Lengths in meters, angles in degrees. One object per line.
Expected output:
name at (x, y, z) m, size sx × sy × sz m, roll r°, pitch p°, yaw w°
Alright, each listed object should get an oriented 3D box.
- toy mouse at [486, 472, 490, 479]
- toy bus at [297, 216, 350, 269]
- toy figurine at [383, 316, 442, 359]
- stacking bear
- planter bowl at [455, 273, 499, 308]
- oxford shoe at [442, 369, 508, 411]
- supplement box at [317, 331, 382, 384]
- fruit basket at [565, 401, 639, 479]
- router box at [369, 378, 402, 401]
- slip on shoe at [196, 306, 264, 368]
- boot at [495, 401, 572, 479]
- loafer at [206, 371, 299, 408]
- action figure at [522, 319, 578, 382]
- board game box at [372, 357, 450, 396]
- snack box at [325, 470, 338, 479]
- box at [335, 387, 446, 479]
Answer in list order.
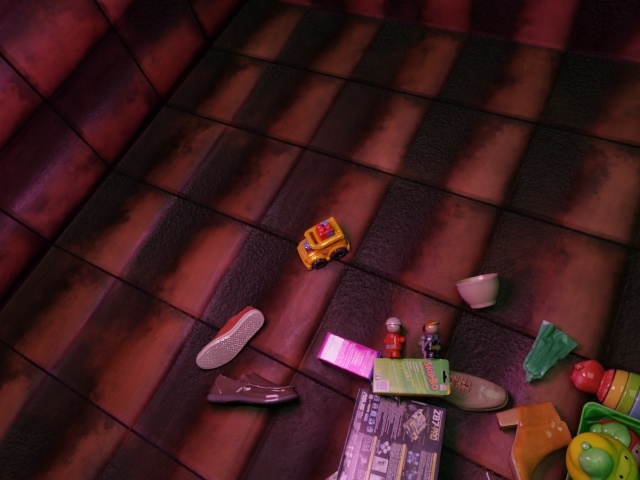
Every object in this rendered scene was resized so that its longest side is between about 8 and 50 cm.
toy mouse at (0.555, 0.835, 1.502) m, size 0.160 × 0.031 × 0.143 m, roll 0°, pitch 62°, yaw 12°
toy bus at (0.000, 0.000, 1.970) m, size 0.220 × 0.211 × 0.149 m, roll -27°, pitch 62°, yaw -1°
toy figurine at (0.340, 0.361, 1.699) m, size 0.209 × 0.213 × 0.148 m, roll -2°, pitch 73°, yaw 12°
stacking bear at (0.993, 0.495, 1.527) m, size 0.289 × 0.175 × 0.164 m, roll 22°, pitch 61°, yaw 32°
planter bowl at (0.614, 0.199, 1.773) m, size 0.162 × 0.162 × 0.109 m, roll -14°, pitch 87°, yaw 5°
oxford shoe at (0.484, 0.522, 1.628) m, size 0.348 × 0.130 × 0.123 m, roll 6°, pitch 64°, yaw 15°
supplement box at (0.114, 0.451, 1.759) m, size 0.220 × 0.111 × 0.114 m, roll 19°, pitch 67°, yaw 21°
fruit basket at (0.846, 0.673, 1.337) m, size 0.282 × 0.392 × 0.392 m, roll 19°, pitch 68°, yaw 21°
router box at (0.253, 0.526, 1.669) m, size 0.122 × 0.092 × 0.038 m, roll 14°, pitch 109°, yaw 32°
slip on shoe at (-0.376, 0.402, 1.906) m, size 0.331 × 0.123 × 0.101 m, roll -44°, pitch 30°, yaw -7°
boot at (0.720, 0.686, 1.506) m, size 0.211 × 0.104 × 0.295 m, roll -11°, pitch 56°, yaw 7°
loafer at (-0.261, 0.566, 1.765) m, size 0.365 × 0.134 × 0.130 m, roll -2°, pitch 62°, yaw 11°
action figure at (0.800, 0.418, 1.655) m, size 0.137 × 0.063 × 0.232 m, roll 36°, pitch 71°, yaw 24°
board game box at (0.315, 0.476, 1.603) m, size 0.259 × 0.039 × 0.124 m, roll -4°, pitch 55°, yaw 17°
snack box at (0.096, 0.862, 1.584) m, size 0.100 × 0.037 × 0.141 m, roll -32°, pitch 60°, yaw -7°
box at (0.238, 0.727, 1.547) m, size 0.318 × 0.097 × 0.395 m, roll 7°, pitch 50°, yaw 18°
